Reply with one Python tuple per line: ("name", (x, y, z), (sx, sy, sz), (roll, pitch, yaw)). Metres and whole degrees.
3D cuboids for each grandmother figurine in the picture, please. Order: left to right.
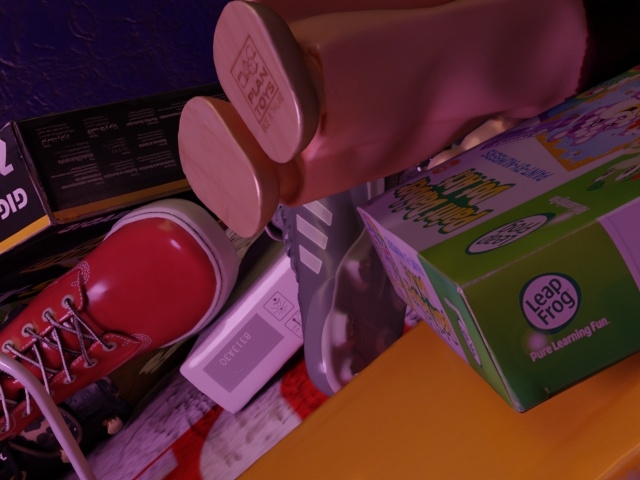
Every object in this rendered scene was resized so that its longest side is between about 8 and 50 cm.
("grandmother figurine", (0.108, -0.100, 0.862), (0.342, 0.104, 0.208), (-16, -18, -30))

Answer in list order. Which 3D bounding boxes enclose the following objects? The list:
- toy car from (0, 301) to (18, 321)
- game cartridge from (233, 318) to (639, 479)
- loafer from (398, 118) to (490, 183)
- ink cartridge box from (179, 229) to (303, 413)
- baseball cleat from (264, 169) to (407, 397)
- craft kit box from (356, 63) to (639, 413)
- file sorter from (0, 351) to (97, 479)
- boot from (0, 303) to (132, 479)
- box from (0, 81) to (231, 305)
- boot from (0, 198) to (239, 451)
("toy car", (-0.294, 0.163, 1.545), (0.155, 0.149, 0.188), (-40, 39, 22))
("game cartridge", (0.024, 0.123, 0.713), (0.285, 0.052, 0.323), (-40, 8, 4))
("loafer", (0.149, -0.120, 1.025), (0.302, 0.095, 0.109), (-38, -2, -19))
("ink cartridge box", (0.000, 0.000, 1.198), (0.181, 0.056, 0.224), (-47, 5, 22))
("baseball cleat", (0.003, 0.004, 1.019), (0.109, 0.072, 0.206), (-12, 50, 34))
("craft kit box", (0.149, -0.032, 0.707), (0.247, 0.061, 0.250), (-29, 10, -3))
("file sorter", (-0.248, 0.192, 0.869), (0.193, 0.173, 0.277), (3, 38, 37))
("boot", (-0.270, 0.180, 1.282), (0.284, 0.138, 0.377), (-44, 6, -14))
("box", (-0.170, -0.027, 1.281), (0.257, 0.079, 0.322), (-25, -5, 38))
("boot", (-0.166, 0.072, 1.128), (0.244, 0.088, 0.176), (-34, 5, 47))
